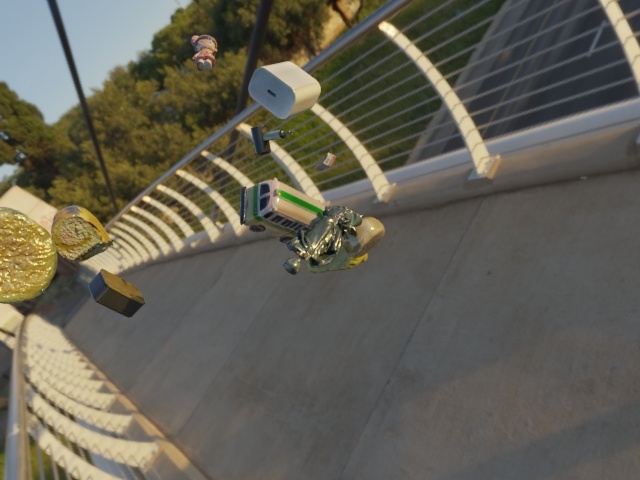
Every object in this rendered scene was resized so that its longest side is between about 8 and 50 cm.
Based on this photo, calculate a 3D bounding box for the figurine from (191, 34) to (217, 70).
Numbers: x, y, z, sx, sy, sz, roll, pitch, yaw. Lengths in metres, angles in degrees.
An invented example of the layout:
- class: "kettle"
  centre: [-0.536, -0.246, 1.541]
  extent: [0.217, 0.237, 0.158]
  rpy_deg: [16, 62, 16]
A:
- class: "figurine"
  centre: [-0.323, -0.515, 1.336]
  extent: [0.072, 0.054, 0.129]
  rpy_deg: [-3, 58, -3]

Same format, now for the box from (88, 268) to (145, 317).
- class: "box"
  centre: [-0.820, 0.216, 1.943]
  extent: [0.090, 0.201, 0.144]
  rpy_deg: [-48, 46, -1]

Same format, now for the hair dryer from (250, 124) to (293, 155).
- class: "hair dryer"
  centre: [-0.158, -0.347, 1.633]
  extent: [0.057, 0.101, 0.197]
  rpy_deg: [-23, 17, -41]

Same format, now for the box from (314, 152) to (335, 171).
- class: "box"
  centre: [0.017, -0.323, 2.002]
  extent: [0.050, 0.041, 0.207]
  rpy_deg: [-64, 10, -1]

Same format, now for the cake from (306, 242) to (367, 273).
- class: "cake"
  centre: [0.068, 0.044, 2.003]
  extent: [0.260, 0.156, 0.179]
  rpy_deg: [-6, 14, 24]

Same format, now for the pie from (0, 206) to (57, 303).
- class: "pie"
  centre: [-0.894, 0.044, 1.371]
  extent: [0.078, 0.277, 0.277]
  rpy_deg: [-1, 49, 53]

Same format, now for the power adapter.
- class: "power adapter"
  centre: [-0.111, -0.551, 1.748]
  extent: [0.255, 0.187, 0.124]
  rpy_deg: [-40, -13, -52]

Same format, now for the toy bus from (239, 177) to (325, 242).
- class: "toy bus"
  centre: [-0.114, -0.095, 1.681]
  extent: [0.179, 0.305, 0.143]
  rpy_deg: [-21, 60, 36]

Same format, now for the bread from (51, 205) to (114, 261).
- class: "bread"
  centre: [-0.850, -0.025, 1.704]
  extent: [0.158, 0.261, 0.156]
  rpy_deg: [-32, 49, -9]

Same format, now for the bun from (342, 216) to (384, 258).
- class: "bun"
  centre: [0.142, -0.019, 1.756]
  extent: [0.173, 0.113, 0.166]
  rpy_deg: [-50, -21, 28]

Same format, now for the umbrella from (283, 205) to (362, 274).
- class: "umbrella"
  centre: [-0.002, 0.001, 1.539]
  extent: [0.143, 0.094, 0.349]
  rpy_deg: [23, 45, 22]
